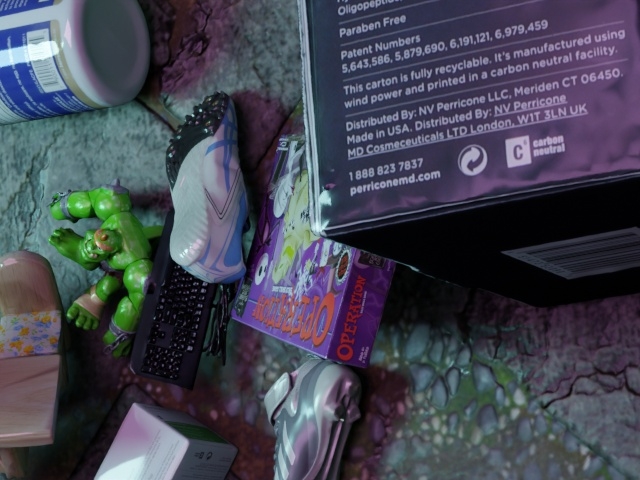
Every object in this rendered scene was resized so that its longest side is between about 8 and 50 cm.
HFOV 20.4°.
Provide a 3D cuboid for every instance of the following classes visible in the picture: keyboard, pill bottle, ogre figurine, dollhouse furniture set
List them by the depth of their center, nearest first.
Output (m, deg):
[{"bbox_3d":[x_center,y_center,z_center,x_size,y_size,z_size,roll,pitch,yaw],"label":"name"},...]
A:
[{"bbox_3d":[-0.469,0.154,1.815,0.394,0.256,0.362,-5,41,2],"label":"dollhouse furniture set"},{"bbox_3d":[-0.134,0.060,1.891,0.100,0.038,0.192,15,72,-11],"label":"keyboard"},{"bbox_3d":[-0.233,0.016,1.964,0.118,0.097,0.197,-39,48,38],"label":"ogre figurine"},{"bbox_3d":[-0.339,-0.212,2.025,0.265,0.153,0.153,-6,79,29],"label":"pill bottle"}]

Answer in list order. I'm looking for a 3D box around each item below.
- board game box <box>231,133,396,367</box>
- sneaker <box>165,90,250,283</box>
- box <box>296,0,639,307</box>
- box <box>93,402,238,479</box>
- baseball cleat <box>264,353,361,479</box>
[{"bbox_3d":[0.000,0.000,1.730,0.347,0.056,0.208,-170,91,-73],"label":"board game box"},{"bbox_3d":[-0.114,-0.056,1.903,0.085,0.086,0.237,-25,47,32],"label":"sneaker"},{"bbox_3d":[0.208,-0.216,1.520,0.297,0.480,0.471,-11,77,26],"label":"box"},{"bbox_3d":[-0.162,0.238,1.875,0.087,0.101,0.102,29,95,31],"label":"box"},{"bbox_3d":[-0.022,0.219,1.827,0.109,0.072,0.206,21,87,45],"label":"baseball cleat"}]
